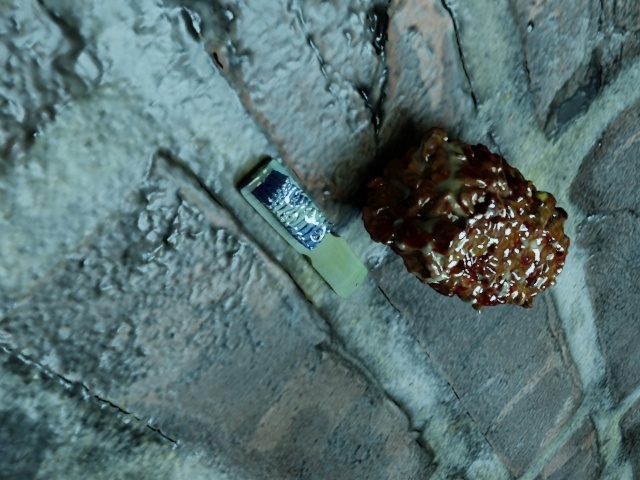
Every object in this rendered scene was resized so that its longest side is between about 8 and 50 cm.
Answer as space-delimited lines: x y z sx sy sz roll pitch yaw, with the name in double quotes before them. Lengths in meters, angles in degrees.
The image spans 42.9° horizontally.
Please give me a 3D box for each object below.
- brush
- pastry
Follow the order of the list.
"brush" 0.000 0.000 0.588 0.033 0.030 0.178 -55 143 -10
"pastry" 0.121 -0.011 0.642 0.209 0.097 0.115 16 116 -49
